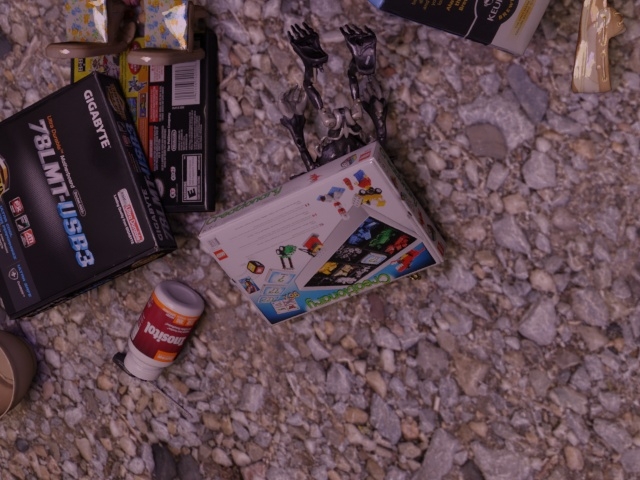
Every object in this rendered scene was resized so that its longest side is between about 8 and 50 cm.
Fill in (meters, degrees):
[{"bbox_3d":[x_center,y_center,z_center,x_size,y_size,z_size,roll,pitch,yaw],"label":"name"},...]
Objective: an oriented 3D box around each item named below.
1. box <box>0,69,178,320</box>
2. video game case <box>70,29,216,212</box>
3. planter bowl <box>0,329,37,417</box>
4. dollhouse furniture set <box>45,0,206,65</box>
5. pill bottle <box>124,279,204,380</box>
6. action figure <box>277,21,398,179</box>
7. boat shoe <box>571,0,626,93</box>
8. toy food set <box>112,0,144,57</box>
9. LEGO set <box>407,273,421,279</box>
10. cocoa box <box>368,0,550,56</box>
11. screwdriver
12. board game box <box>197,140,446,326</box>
[{"bbox_3d":[-0.399,-0.065,1.423,0.293,0.073,0.296,-23,83,20],"label":"box"},{"bbox_3d":[-0.278,-0.179,1.436,0.248,0.035,0.275,-1,88,20],"label":"video game case"},{"bbox_3d":[-0.563,0.221,1.598,0.162,0.109,0.162,4,101,19],"label":"planter bowl"},{"bbox_3d":[-0.210,-0.412,1.208,0.394,0.256,0.362,8,107,15],"label":"dollhouse furniture set"},{"bbox_3d":[-0.255,0.147,1.481,0.086,0.086,0.152,34,110,12],"label":"pill bottle"},{"bbox_3d":[0.026,-0.178,1.292,0.164,0.141,0.276,-7,138,-4],"label":"action figure"},{"bbox_3d":[0.365,-0.273,1.191,0.059,0.063,0.170,9,112,16],"label":"boat shoe"},{"bbox_3d":[-0.297,-0.346,1.433,0.122,0.019,0.078,-49,62,5],"label":"toy food set"},{"bbox_3d":[0.138,0.016,1.349,0.054,0.023,0.083,31,122,15],"label":"LEGO set"},{"bbox_3d":[0.174,-0.436,1.078,0.231,0.228,0.347,54,128,49],"label":"cocoa box"},{"bbox_3d":[-0.278,0.241,1.546,0.170,0.024,0.025,32,80,6],"label":"screwdriver"},{"bbox_3d":[0.000,0.000,1.322,0.305,0.053,0.193,-22,119,27],"label":"board game box"}]
